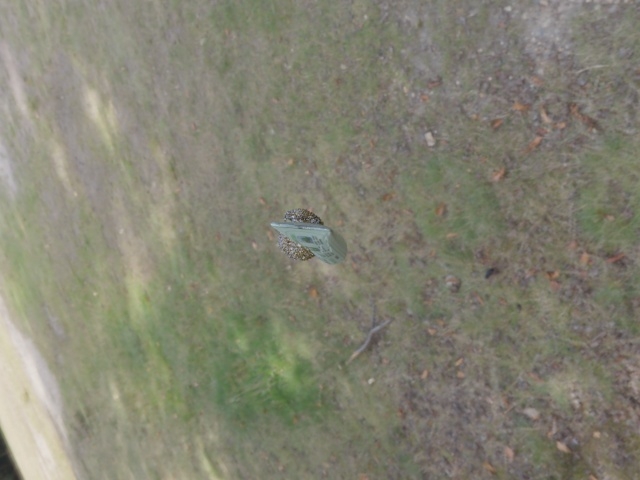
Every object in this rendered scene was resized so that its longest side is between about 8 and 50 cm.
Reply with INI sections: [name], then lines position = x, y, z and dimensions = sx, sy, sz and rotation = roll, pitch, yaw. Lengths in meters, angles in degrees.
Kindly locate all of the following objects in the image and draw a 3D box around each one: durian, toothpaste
[durian]
position = -0.032, -0.010, 0.979
dimensions = 0.080, 0.080, 0.091
rotation = 31, 176, 42
[toothpaste]
position = 0.000, 0.000, 0.746
dimensions = 0.064, 0.218, 0.041
rotation = 7, 83, 12
